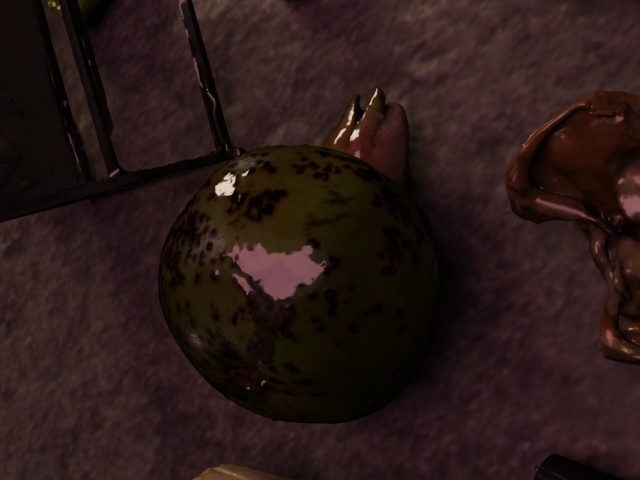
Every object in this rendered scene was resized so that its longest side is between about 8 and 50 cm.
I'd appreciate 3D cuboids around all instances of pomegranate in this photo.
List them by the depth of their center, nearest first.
[{"bbox_3d":[0.000,0.000,0.833,0.285,0.285,0.341,6,54,31],"label":"pomegranate"}]

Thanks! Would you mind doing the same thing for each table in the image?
[{"bbox_3d":[-0.291,-0.216,0.978,0.272,0.222,0.335,-12,97,29],"label":"table"}]

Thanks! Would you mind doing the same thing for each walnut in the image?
[{"bbox_3d":[0.288,-0.024,0.700,0.204,0.141,0.238,-30,92,36],"label":"walnut"}]

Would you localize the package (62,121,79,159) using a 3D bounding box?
[{"bbox_3d":[-0.394,-0.119,1.180,0.131,0.047,0.071,-15,80,27],"label":"package"}]

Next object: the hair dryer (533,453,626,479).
[{"bbox_3d":[0.325,0.166,0.716,0.235,0.091,0.272,22,83,41],"label":"hair dryer"}]

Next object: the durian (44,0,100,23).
[{"bbox_3d":[-0.340,-0.419,1.151,0.139,0.101,0.250,-6,88,33],"label":"durian"}]

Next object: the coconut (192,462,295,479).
[{"bbox_3d":[-0.034,0.342,0.805,0.244,0.239,0.239,7,88,37],"label":"coconut"}]
